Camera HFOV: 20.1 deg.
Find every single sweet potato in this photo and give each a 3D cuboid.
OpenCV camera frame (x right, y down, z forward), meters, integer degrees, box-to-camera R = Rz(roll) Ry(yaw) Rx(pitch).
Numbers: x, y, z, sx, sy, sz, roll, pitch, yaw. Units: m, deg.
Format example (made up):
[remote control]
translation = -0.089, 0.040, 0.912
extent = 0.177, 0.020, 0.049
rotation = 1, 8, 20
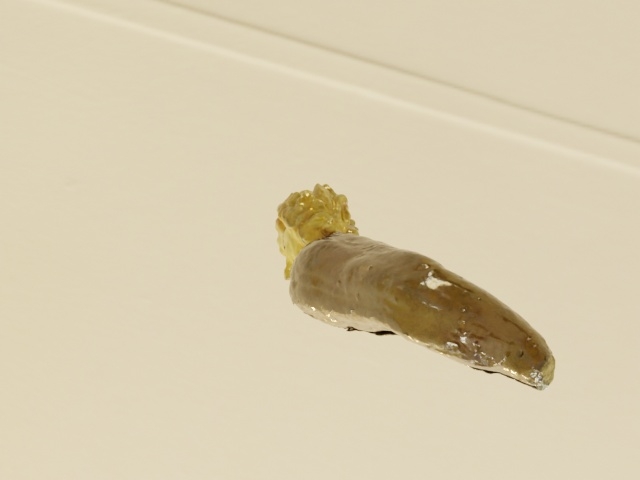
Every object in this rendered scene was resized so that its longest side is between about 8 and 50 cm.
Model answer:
[sweet potato]
translation = 0.053, 0.038, 1.143
extent = 0.081, 0.233, 0.062
rotation = 30, -97, -37

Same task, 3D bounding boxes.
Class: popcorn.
[popcorn]
translation = 0.000, 0.000, 1.315
extent = 0.057, 0.083, 0.082
rotation = -15, -84, -16
